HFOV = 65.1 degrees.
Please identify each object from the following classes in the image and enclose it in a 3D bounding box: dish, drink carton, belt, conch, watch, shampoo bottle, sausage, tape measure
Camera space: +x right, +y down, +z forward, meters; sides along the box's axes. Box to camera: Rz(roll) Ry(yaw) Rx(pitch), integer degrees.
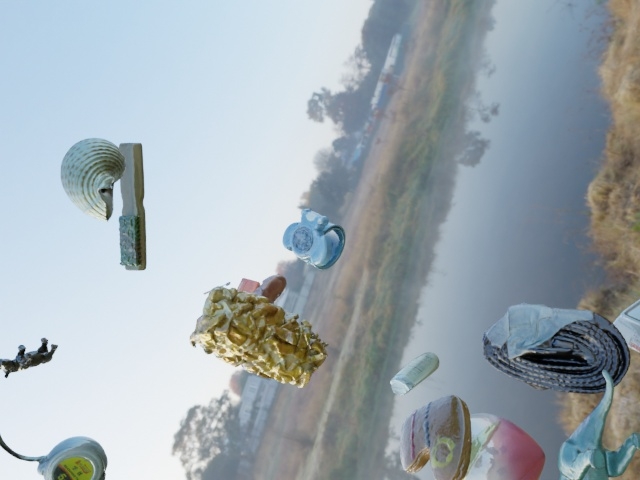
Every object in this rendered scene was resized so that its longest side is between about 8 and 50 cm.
[{"bbox_3d":[0.780,0.197,1.118,0.064,0.154,0.234,64,168,-25],"label":"dish"},{"bbox_3d":[-0.258,0.241,1.756,0.222,0.071,0.096,98,-170,-45],"label":"drink carton"},{"bbox_3d":[0.506,0.234,1.098,0.164,0.290,0.184,19,-104,-64],"label":"belt"},{"bbox_3d":[-0.401,-0.107,0.883,0.153,0.103,0.135,-94,8,-52],"label":"conch"},{"bbox_3d":[0.000,0.000,1.746,0.193,0.211,0.210,11,-82,-53],"label":"watch"},{"bbox_3d":[0.278,0.383,1.456,0.213,0.072,0.049,-17,-59,-50],"label":"shampoo bottle"},{"bbox_3d":[-0.183,0.196,1.563,0.326,0.087,0.079,-64,-28,-63],"label":"sausage"},{"bbox_3d":[-0.680,0.520,1.275,0.164,0.330,0.084,-34,20,-17],"label":"tape measure"}]

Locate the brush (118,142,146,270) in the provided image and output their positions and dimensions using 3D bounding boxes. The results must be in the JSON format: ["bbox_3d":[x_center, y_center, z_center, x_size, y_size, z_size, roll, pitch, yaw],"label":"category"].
[{"bbox_3d":[-0.415,-0.073,1.096,0.048,0.054,0.281,-13,-78,-84],"label":"brush"}]

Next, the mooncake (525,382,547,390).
[{"bbox_3d":[0.809,0.398,1.830,0.282,0.141,0.283,-57,-2,-4],"label":"mooncake"}]

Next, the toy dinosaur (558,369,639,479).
[{"bbox_3d":[0.470,0.461,0.956,0.331,0.130,0.382,119,153,-66],"label":"toy dinosaur"}]

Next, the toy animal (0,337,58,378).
[{"bbox_3d":[-0.668,0.269,1.129,0.065,0.047,0.136,-58,-19,23],"label":"toy animal"}]

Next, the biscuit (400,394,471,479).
[{"bbox_3d":[0.312,0.573,1.420,0.277,0.052,0.262,-43,18,42],"label":"biscuit"}]

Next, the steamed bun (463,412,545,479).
[{"bbox_3d":[0.545,0.680,1.548,0.309,0.310,0.308,17,-90,-87],"label":"steamed bun"}]

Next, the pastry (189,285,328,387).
[{"bbox_3d":[-0.090,0.167,0.862,0.154,0.250,0.102,-55,20,32],"label":"pastry"}]

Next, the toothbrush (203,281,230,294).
[{"bbox_3d":[-0.287,0.134,1.387,0.006,0.097,0.008,51,-152,-32],"label":"toothbrush"}]
